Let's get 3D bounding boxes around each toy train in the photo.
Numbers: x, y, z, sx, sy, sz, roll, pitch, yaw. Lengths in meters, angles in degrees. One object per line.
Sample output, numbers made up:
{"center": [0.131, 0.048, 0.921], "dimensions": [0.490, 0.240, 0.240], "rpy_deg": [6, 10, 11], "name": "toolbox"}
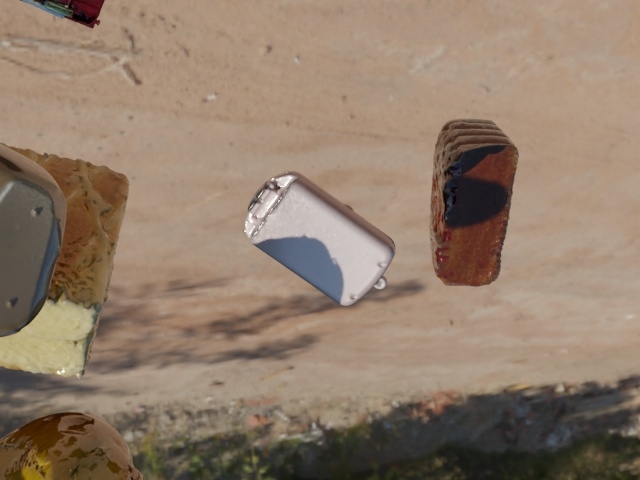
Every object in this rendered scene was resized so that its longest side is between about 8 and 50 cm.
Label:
{"center": [-0.375, -0.348, 1.102], "dimensions": [0.204, 0.131, 0.082], "rpy_deg": [15, 108, -41], "name": "toy train"}

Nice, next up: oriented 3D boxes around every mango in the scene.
{"center": [-0.252, 0.241, 0.837], "dimensions": [0.156, 0.151, 0.249], "rpy_deg": [21, 164, -22], "name": "mango"}

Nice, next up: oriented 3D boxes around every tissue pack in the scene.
{"center": [-0.542, -0.030, 1.078], "dimensions": [0.387, 0.267, 0.277], "rpy_deg": [12, -172, -42], "name": "tissue pack"}

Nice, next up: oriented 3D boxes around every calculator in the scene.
{"center": [0.000, 0.000, 0.928], "dimensions": [0.175, 0.032, 0.100], "rpy_deg": [35, 119, -7], "name": "calculator"}

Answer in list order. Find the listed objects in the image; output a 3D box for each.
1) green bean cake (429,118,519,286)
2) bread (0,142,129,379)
{"center": [0.207, -0.049, 1.204], "dimensions": [0.097, 0.232, 0.198], "rpy_deg": [1, -156, 0], "name": "green bean cake"}
{"center": [-0.572, 0.029, 1.600], "dimensions": [0.371, 0.390, 0.279], "rpy_deg": [11, 130, -12], "name": "bread"}
